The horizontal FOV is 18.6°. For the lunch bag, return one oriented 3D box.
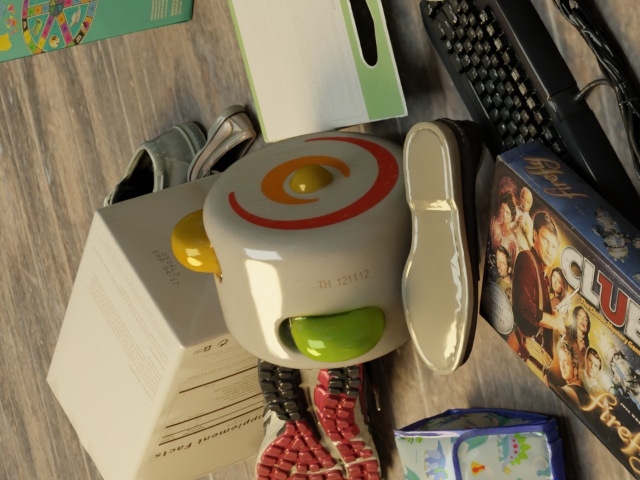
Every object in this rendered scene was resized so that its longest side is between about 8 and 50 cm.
[{"bbox_3d":[0.145,0.210,1.631,0.151,0.096,0.129,-4,99,44],"label":"lunch bag"}]

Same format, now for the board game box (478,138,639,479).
[{"bbox_3d":[0.207,0.059,1.443,0.243,0.042,0.165,48,147,41],"label":"board game box"}]

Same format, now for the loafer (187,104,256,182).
[{"bbox_3d":[-0.097,-0.080,1.923,0.039,0.045,0.125,52,141,20],"label":"loafer"}]

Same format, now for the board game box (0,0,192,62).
[{"bbox_3d":[-0.268,-0.296,1.805,0.079,0.336,0.254,47,140,37],"label":"board game box"}]

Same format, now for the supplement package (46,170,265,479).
[{"bbox_3d":[-0.138,0.099,1.945,0.177,0.175,0.293,56,145,25],"label":"supplement package"}]

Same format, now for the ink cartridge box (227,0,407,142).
[{"bbox_3d":[0.008,-0.181,1.690,0.235,0.056,0.171,-6,100,56],"label":"ink cartridge box"}]

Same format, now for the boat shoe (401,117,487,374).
[{"bbox_3d":[0.110,0.004,1.552,0.075,0.065,0.206,10,107,46],"label":"boat shoe"}]

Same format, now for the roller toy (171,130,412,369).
[{"bbox_3d":[0.000,0.000,1.639,0.209,0.191,0.146,20,134,39],"label":"roller toy"}]

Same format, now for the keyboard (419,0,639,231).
[{"bbox_3d":[0.179,-0.095,1.480,0.317,0.033,0.201,62,148,16],"label":"keyboard"}]

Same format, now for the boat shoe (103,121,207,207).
[{"bbox_3d":[-0.187,-0.047,2.046,0.079,0.081,0.227,61,147,19],"label":"boat shoe"}]

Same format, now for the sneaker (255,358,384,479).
[{"bbox_3d":[0.002,0.146,1.826,0.299,0.120,0.112,93,-179,-46],"label":"sneaker"}]
